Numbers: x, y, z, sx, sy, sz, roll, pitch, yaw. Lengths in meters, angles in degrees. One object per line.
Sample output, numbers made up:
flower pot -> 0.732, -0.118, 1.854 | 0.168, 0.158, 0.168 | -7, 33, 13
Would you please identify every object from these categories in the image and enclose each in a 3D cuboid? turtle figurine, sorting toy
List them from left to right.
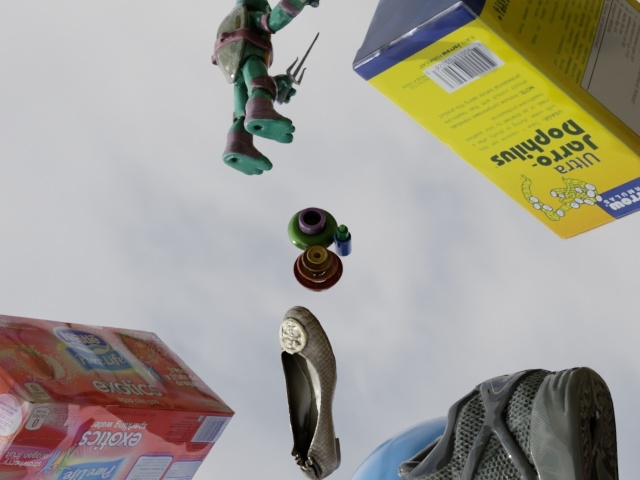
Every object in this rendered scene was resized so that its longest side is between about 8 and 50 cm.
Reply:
turtle figurine -> -0.061, -0.199, 1.801 | 0.118, 0.175, 0.234 | 6, -119, -2
sorting toy -> 0.000, 0.000, 1.599 | 0.061, 0.042, 0.102 | -7, -124, -3

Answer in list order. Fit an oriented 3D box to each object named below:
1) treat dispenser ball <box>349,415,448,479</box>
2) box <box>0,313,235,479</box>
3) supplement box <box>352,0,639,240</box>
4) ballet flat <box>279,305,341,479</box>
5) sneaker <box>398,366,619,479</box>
treat dispenser ball -> 0.154, 0.327, 1.728 | 0.288, 0.288, 0.288 | 30, -147, -22
box -> -0.246, 0.176, 1.564 | 0.142, 0.154, 0.300 | 41, -164, 30
supplement box -> 0.246, -0.195, 1.872 | 0.356, 0.195, 0.194 | 37, -126, -23
ballet flat -> -0.021, 0.206, 2.167 | 0.058, 0.250, 0.084 | -23, -152, -37
sneaker -> 0.124, 0.195, 1.046 | 0.087, 0.130, 0.228 | -7, -88, -54
